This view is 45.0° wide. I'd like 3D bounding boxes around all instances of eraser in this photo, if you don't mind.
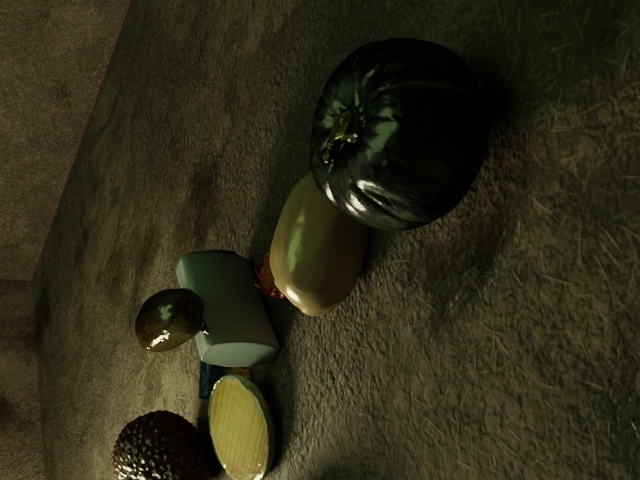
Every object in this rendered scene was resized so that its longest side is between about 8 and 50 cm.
[{"bbox_3d":[-0.222,0.155,1.828,0.104,0.189,0.290,-54,42,31],"label":"eraser"}]

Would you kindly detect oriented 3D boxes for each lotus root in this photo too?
[{"bbox_3d":[-0.341,0.179,1.722,0.241,0.123,0.124,-30,50,48],"label":"lotus root"}]

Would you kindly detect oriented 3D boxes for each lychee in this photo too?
[{"bbox_3d":[-0.402,0.583,2.010,0.271,0.271,0.271,-17,70,56],"label":"lychee"}]

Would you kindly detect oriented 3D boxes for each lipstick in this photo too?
[{"bbox_3d":[-0.279,0.256,2.009,0.051,0.051,0.312,-40,44,50],"label":"lipstick"}]

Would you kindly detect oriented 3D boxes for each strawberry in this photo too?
[{"bbox_3d":[-0.081,0.065,1.713,0.145,0.086,0.145,-15,72,55],"label":"strawberry"}]

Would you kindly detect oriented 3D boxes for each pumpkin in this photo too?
[{"bbox_3d":[0.128,-0.172,1.267,0.323,0.241,0.323,-23,61,50],"label":"pumpkin"}]

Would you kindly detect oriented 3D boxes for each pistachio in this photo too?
[{"bbox_3d":[0.000,0.000,1.530,0.187,0.187,0.299,15,91,58],"label":"pistachio"}]

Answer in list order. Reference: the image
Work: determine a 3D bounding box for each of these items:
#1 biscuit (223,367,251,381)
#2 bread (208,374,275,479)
[{"bbox_3d":[-0.216,0.379,1.930,0.184,0.027,0.133,-40,51,50],"label":"biscuit"},{"bbox_3d":[-0.184,0.442,1.816,0.267,0.040,0.267,7,99,51],"label":"bread"}]
